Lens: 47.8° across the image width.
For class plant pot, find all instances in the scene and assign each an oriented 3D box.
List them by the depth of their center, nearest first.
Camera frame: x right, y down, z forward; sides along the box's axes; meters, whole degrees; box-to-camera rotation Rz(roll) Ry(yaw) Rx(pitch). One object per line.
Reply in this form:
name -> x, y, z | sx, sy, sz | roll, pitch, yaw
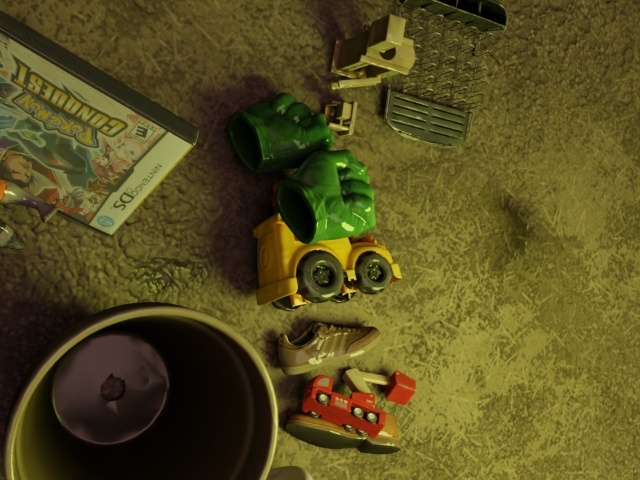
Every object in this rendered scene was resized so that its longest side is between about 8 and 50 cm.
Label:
plant pot -> -0.257, 0.231, 0.969 | 0.323, 0.280, 0.323 | -1, 93, -26

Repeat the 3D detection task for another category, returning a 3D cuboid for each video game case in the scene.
video game case -> -0.339, -0.132, 0.940 | 0.275, 0.248, 0.035 | 30, 43, -27

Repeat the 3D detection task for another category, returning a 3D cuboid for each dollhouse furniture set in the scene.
dollhouse furniture set -> 0.095, -0.253, 1.169 | 0.101, 0.182, 0.161 | 10, 88, -26

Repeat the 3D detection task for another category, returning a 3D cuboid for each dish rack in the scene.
dish rack -> 0.216, -0.308, 1.286 | 0.208, 0.074, 0.271 | 10, 89, -25

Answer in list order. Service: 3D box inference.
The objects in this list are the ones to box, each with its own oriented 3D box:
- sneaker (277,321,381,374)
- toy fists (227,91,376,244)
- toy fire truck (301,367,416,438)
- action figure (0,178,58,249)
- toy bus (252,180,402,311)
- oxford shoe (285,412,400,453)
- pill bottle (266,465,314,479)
sneaker -> 0.017, 0.166, 1.218 | 0.188, 0.066, 0.071 | -17, 99, -25
toy fists -> -0.018, -0.118, 1.108 | 0.142, 0.096, 0.279 | -17, 58, -37
toy fire truck -> 0.067, 0.263, 1.234 | 0.192, 0.135, 0.047 | 22, 125, -7
action figure -> -0.557, -0.044, 0.912 | 0.330, 0.178, 0.341 | 42, 105, -16
toy bus -> 0.000, 0.000, 1.173 | 0.220, 0.149, 0.211 | -5, 79, -28
oxford shoe -> 0.038, 0.317, 1.247 | 0.212, 0.076, 0.076 | 15, 56, -23
pill bottle -> -0.026, 0.523, 1.163 | 0.161, 0.161, 0.283 | -33, 106, -21
